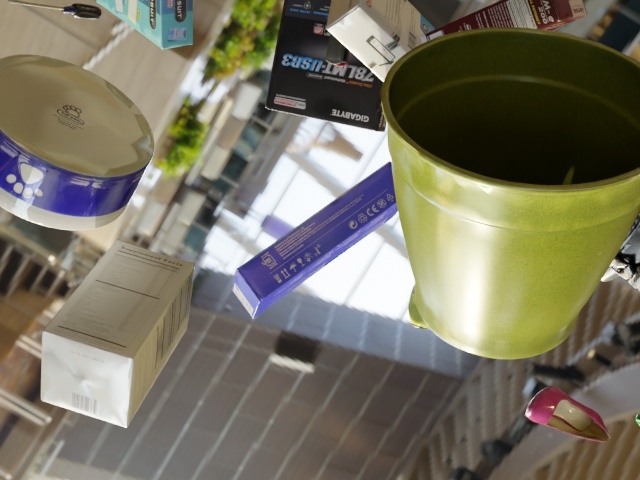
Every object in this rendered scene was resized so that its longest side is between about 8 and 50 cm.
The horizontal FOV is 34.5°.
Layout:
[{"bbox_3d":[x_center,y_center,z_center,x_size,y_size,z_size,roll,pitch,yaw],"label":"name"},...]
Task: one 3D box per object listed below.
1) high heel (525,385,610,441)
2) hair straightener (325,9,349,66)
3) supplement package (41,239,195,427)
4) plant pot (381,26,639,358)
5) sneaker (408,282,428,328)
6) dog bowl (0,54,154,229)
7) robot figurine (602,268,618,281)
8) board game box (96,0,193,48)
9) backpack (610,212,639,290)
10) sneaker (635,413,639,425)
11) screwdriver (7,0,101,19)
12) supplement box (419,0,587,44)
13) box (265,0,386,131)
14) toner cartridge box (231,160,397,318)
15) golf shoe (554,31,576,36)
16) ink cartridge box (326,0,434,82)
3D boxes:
[{"bbox_3d":[0.502,0.363,2.081,0.082,0.117,0.244,-56,145,5],"label":"high heel"},{"bbox_3d":[0.050,-0.486,2.186,0.089,0.047,0.231,-16,121,-72],"label":"hair straightener"},{"bbox_3d":[-0.292,0.130,1.514,0.244,0.139,0.134,-63,167,-55],"label":"supplement package"},{"bbox_3d":[0.258,-0.041,1.385,0.366,0.366,0.353,-63,159,-46],"label":"plant pot"},{"bbox_3d":[0.215,0.066,1.966,0.094,0.081,0.209,38,71,-62],"label":"sneaker"},{"bbox_3d":[-0.376,-0.143,1.471,0.104,0.265,0.265,-53,-174,32],"label":"dog bowl"},{"bbox_3d":[0.610,-0.088,2.329,0.200,0.299,0.354,-41,-136,49],"label":"robot figurine"},{"bbox_3d":[-0.382,-0.588,2.204,0.079,0.336,0.254,-17,127,-31],"label":"board game box"},{"bbox_3d":[0.652,-0.041,1.962,0.263,0.276,0.213,-46,175,36],"label":"backpack"},{"bbox_3d":[0.630,0.406,1.753,0.123,0.109,0.296,-24,-126,9],"label":"sneaker"},{"bbox_3d":[-0.389,-0.338,1.513,0.170,0.024,0.025,-15,110,-53],"label":"screwdriver"},{"bbox_3d":[0.300,-0.353,1.697,0.239,0.073,0.130,-18,-176,36],"label":"supplement box"},{"bbox_3d":[0.036,-0.421,2.390,0.073,0.295,0.293,-6,110,-65],"label":"box"},{"bbox_3d":[0.000,0.000,1.881,0.347,0.075,0.165,-36,174,-16],"label":"toner cartridge box"},{"bbox_3d":[0.406,-0.337,1.827,0.086,0.176,0.069,-135,-130,-67],"label":"golf shoe"},{"bbox_3d":[0.113,-0.386,1.873,0.086,0.203,0.148,-29,-144,35],"label":"ink cartridge box"}]
